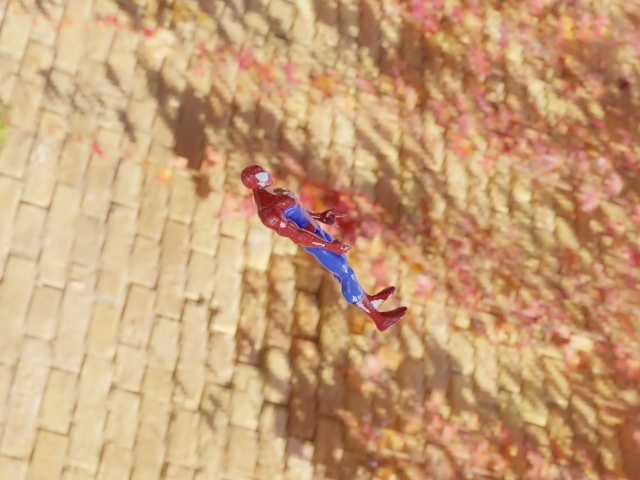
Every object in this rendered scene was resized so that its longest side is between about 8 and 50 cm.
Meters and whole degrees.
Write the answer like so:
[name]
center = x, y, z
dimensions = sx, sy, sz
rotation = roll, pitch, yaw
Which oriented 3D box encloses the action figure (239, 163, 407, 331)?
[action figure]
center = 0.000, 0.000, 0.669
dimensions = 0.030, 0.115, 0.038
rotation = -42, -152, 14
